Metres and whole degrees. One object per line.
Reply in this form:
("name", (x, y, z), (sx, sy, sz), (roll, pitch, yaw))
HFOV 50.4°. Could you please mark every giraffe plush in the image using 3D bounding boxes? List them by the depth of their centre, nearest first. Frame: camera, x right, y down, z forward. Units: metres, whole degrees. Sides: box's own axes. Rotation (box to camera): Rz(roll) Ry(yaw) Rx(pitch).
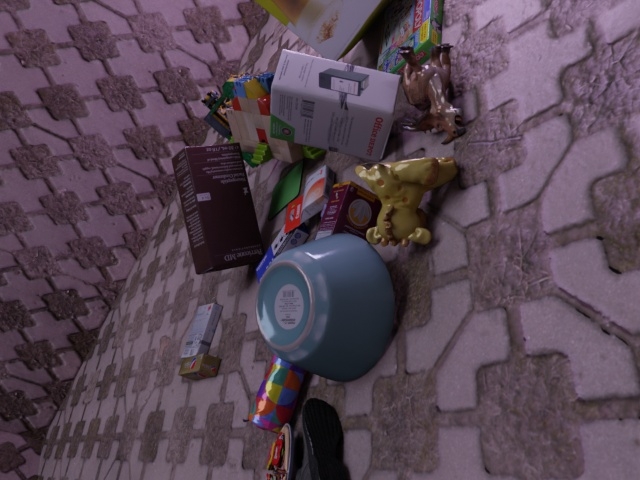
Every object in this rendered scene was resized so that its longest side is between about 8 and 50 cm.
("giraffe plush", (0.170, -0.075, 1.372), (0.181, 0.210, 0.170), (1, 97, 60))

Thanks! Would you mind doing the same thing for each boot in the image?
("boot", (-0.027, 0.447, 1.346), (0.161, 0.083, 0.246), (-57, 23, 29))

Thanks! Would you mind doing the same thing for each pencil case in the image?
("pencil case", (-0.089, 0.326, 1.559), (0.104, 0.104, 0.236), (2, 68, 64))

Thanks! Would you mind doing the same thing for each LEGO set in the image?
("LEGO set", (-0.227, -0.426, 2.335), (0.255, 0.331, 0.192), (-52, 4, 36))

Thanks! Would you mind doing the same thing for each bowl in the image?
("bowl", (-0.018, 0.132, 1.386), (0.311, 0.163, 0.312), (-9, 78, 46))

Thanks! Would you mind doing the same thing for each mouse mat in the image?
("mouse mat", (-0.110, -0.160, 2.173), (0.189, 0.007, 0.153), (-36, 37, 45))

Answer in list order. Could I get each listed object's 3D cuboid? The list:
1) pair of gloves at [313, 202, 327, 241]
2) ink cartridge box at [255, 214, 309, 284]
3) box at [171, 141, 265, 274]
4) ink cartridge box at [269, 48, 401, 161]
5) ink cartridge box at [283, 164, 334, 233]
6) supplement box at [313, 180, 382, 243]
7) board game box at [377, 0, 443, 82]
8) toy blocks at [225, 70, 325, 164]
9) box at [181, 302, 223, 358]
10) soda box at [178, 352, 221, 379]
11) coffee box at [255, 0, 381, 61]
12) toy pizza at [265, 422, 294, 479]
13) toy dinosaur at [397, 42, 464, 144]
("pair of gloves", (0.000, 0.000, 1.706), (0.159, 0.023, 0.198), (-88, 14, -55))
("ink cartridge box", (-0.111, 0.036, 1.940), (0.207, 0.046, 0.097), (-57, 25, 17))
("box", (-0.319, -0.101, 2.106), (0.143, 0.191, 0.381), (-17, 85, 57))
("ink cartridge box", (0.031, -0.319, 1.637), (0.211, 0.289, 0.121), (103, -179, -64))
("ink cartridge box", (-0.042, -0.115, 1.887), (0.179, 0.045, 0.145), (-30, 32, 27))
("supplement box", (0.061, -0.031, 1.586), (0.081, 0.104, 0.188), (-6, 62, 61))
("board game box", (0.240, -0.570, 1.815), (0.213, 0.046, 0.317), (-36, 37, 48))
("toy blocks", (-0.170, -0.394, 2.076), (0.190, 0.261, 0.381), (-33, 33, -32))
("box", (-0.396, 0.305, 2.261), (0.145, 0.038, 0.186), (-19, 51, 57))
("soda box", (-0.379, 0.394, 2.113), (0.181, 0.061, 0.058), (-25, 46, 55))
("coffee box", (0.051, -0.764, 1.918), (0.337, 0.334, 0.338), (-48, 5, 33))
("toy pizza", (-0.093, 0.483, 1.417), (0.201, 0.032, 0.201), (-168, 90, -80))
("toy dinosaur", (0.236, -0.334, 1.529), (0.296, 0.127, 0.200), (-87, -8, -70))
